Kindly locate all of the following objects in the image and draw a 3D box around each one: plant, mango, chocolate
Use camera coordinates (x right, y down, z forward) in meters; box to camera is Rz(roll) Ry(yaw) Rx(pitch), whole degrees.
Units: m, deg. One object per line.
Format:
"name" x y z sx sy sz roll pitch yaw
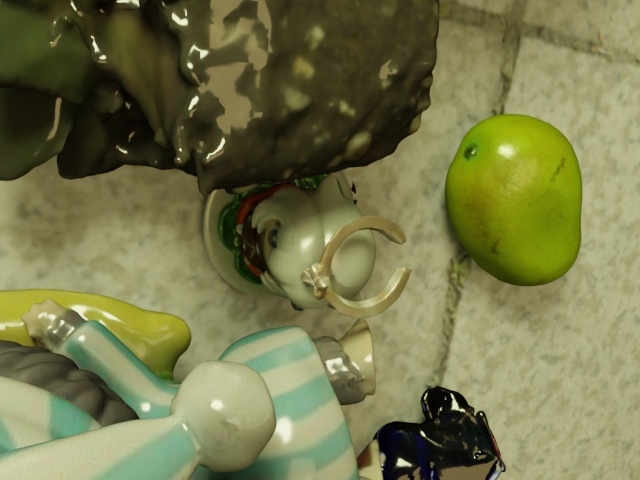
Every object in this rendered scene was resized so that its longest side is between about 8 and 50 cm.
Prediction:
"plant" -0.080 -0.124 0.438 0.276 0.188 0.199 -1 104 -25
"mango" 0.168 -0.029 0.645 0.117 0.089 0.163 -25 115 -18
"chocolate" 0.081 0.300 0.688 0.148 0.126 0.343 7 101 15

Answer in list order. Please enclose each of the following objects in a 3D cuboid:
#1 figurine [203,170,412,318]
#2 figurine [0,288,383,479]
"figurine" 0.000 0.000 0.534 0.132 0.153 0.132 -8 108 -25
"figurine" -0.115 0.182 0.372 0.361 0.378 0.266 -8 105 -6
